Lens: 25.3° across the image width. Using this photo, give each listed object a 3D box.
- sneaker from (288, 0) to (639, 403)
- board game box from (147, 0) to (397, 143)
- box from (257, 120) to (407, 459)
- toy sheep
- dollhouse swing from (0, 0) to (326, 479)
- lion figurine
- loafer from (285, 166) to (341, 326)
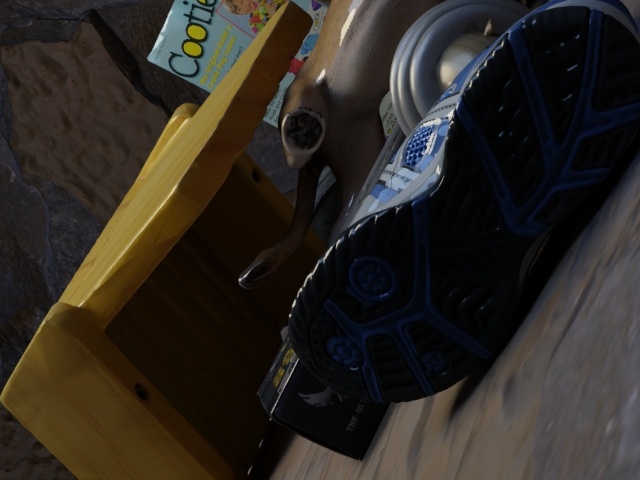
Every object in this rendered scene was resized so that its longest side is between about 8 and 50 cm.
[{"bbox_3d":[0.063,-0.013,0.579,0.211,0.080,0.081,-50,3,31],"label":"sneaker"},{"bbox_3d":[-0.013,-0.201,1.478,0.144,0.275,0.142,-61,4,26],"label":"board game box"},{"bbox_3d":[0.040,0.008,0.852,0.231,0.056,0.183,-63,4,-4],"label":"box"},{"bbox_3d":[0.075,-0.071,0.663,0.091,0.091,0.132,-63,3,-2],"label":"toy sheep"},{"bbox_3d":[-0.060,0.028,1.246,0.305,0.315,0.347,-30,22,31],"label":"dollhouse swing"},{"bbox_3d":[0.047,-0.157,1.083,0.392,0.142,0.240,-52,18,15],"label":"lion figurine"},{"bbox_3d":[0.000,0.000,1.578,0.078,0.076,0.223,27,82,51],"label":"loafer"}]
